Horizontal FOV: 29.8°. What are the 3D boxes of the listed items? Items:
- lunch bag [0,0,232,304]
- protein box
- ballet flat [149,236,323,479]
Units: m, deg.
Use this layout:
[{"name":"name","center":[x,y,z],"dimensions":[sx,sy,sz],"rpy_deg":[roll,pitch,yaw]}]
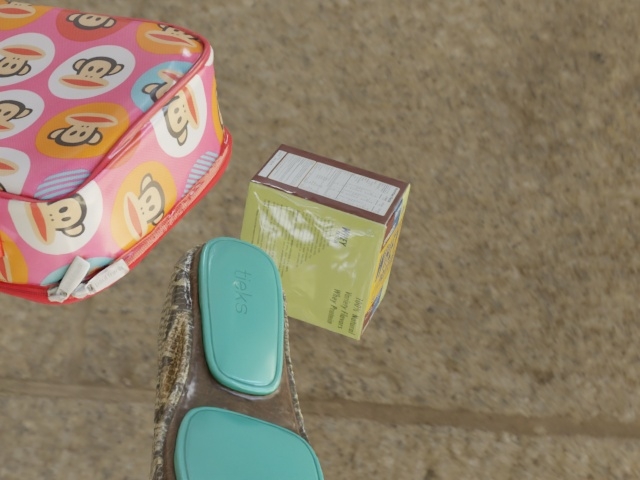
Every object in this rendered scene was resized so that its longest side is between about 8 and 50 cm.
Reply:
[{"name":"lunch bag","center":[-0.236,-0.064,0.870],"dimensions":[0.293,0.120,0.258],"rpy_deg":[12,42,26]},{"name":"protein box","center":[0.000,0.000,1.725],"dimensions":[0.201,0.136,0.200],"rpy_deg":[18,123,11]},{"name":"ballet flat","center":[-0.094,0.191,1.134],"dimensions":[0.182,0.164,0.483],"rpy_deg":[-61,21,28]}]
